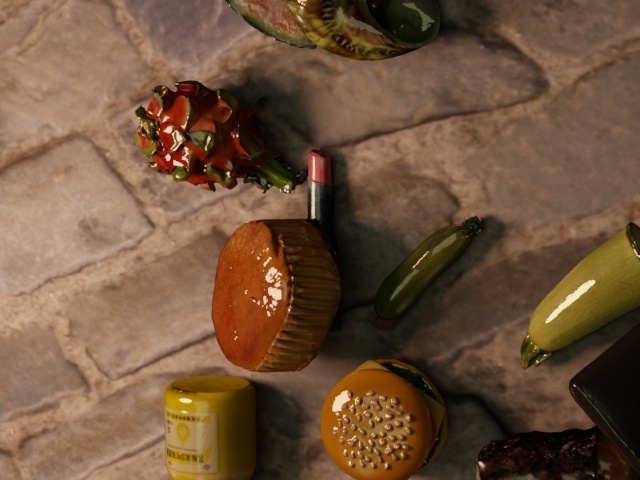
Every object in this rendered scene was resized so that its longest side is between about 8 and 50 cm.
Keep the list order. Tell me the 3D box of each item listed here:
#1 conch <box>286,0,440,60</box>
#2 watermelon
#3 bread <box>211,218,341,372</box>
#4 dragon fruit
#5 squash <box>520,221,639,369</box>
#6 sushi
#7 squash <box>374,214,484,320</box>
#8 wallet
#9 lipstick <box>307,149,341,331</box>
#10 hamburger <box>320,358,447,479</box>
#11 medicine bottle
[{"bbox_3d":[0.043,-0.308,1.648,0.124,0.187,0.182,-15,75,61],"label":"conch"},{"bbox_3d":[-0.052,-0.329,1.718,0.187,0.071,0.139,41,91,0],"label":"watermelon"},{"bbox_3d":[-0.063,0.068,1.701,0.199,0.104,0.199,-4,85,56],"label":"bread"},{"bbox_3d":[-0.123,-0.129,1.740,0.235,0.135,0.137,11,102,-1],"label":"dragon fruit"},{"bbox_3d":[0.315,0.082,1.614,0.224,0.094,0.094,-43,80,27],"label":"squash"},{"bbox_3d":[0.286,0.390,1.580,0.207,0.234,0.349,-6,98,21],"label":"sushi"},{"bbox_3d":[0.131,0.033,1.691,0.183,0.052,0.052,-45,79,21],"label":"squash"},{"bbox_3d":[0.414,0.144,1.540,0.250,0.044,0.149,-36,82,-13],"label":"wallet"},{"bbox_3d":[0.000,0.000,1.746,0.053,0.053,0.234,0,91,22],"label":"lipstick"},{"bbox_3d":[0.080,0.229,1.699,0.162,0.115,0.162,3,97,20],"label":"hamburger"},{"bbox_3d":[-0.144,0.293,1.792,0.121,0.122,0.213,2,97,21],"label":"medicine bottle"}]
